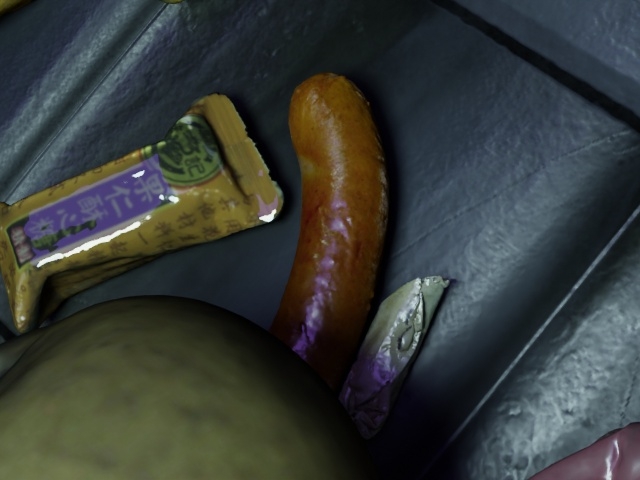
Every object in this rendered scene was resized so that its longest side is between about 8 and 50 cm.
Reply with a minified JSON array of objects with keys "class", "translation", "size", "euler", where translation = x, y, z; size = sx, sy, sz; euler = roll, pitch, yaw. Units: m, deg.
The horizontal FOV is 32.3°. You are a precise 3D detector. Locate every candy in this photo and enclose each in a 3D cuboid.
[{"class":"candy","translation":[-0.173,-0.030,1.003],"size":[0.271,0.101,0.143],"euler":[-25,74,6]}]

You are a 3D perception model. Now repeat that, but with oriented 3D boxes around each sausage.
[{"class":"sausage","translation":[0.005,-0.001,0.930],"size":[0.103,0.076,0.302],"euler":[5,73,18]}]

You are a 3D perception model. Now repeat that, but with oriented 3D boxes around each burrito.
[{"class":"burrito","translation":[0.055,0.091,0.902],"size":[0.055,0.041,0.149],"euler":[20,84,39]}]

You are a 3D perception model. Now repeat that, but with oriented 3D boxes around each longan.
[{"class":"longan","translation":[-0.107,0.183,0.670],"size":[0.319,0.319,0.319],"euler":[-7,71,19]}]

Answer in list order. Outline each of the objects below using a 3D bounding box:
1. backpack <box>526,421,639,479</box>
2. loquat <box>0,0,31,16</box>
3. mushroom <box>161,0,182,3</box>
[{"class":"backpack","translation":[0.156,0.247,0.688],"size":[0.197,0.283,0.317],"euler":[25,74,25]},{"class":"loquat","translation":[-0.356,-0.276,1.149],"size":[0.137,0.113,0.137],"euler":[-31,36,27]},{"class":"mushroom","translation":[-0.059,-0.358,1.072],"size":[0.333,0.087,0.107],"euler":[-42,67,0]}]
